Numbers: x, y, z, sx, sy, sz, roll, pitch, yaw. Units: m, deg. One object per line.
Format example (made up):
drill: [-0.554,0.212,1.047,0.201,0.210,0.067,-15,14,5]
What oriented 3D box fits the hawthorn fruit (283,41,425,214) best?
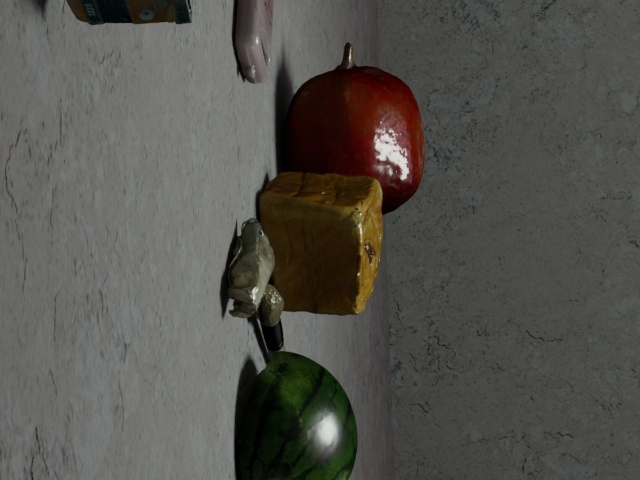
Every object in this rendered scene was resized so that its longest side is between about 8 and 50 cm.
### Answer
hawthorn fruit: [0.040,-0.144,2.262,0.215,0.215,0.250,-49,130,-80]

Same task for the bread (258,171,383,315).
bread: [0.000,0.000,2.078,0.149,0.143,0.158,-53,141,-69]

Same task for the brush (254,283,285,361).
brush: [-0.055,0.136,2.044,0.042,0.039,0.299,48,-17,28]

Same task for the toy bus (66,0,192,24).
toy bus: [-0.137,-0.239,1.150,0.091,0.103,0.182,78,7,-57]

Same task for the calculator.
calculator: [-0.077,-0.266,1.945,0.100,0.032,0.175,75,16,-64]

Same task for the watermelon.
watermelon: [-0.022,0.239,1.913,0.232,0.127,0.204,-67,159,-61]

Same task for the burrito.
burrito: [-0.078,0.033,1.826,0.149,0.041,0.055,-80,153,-59]
